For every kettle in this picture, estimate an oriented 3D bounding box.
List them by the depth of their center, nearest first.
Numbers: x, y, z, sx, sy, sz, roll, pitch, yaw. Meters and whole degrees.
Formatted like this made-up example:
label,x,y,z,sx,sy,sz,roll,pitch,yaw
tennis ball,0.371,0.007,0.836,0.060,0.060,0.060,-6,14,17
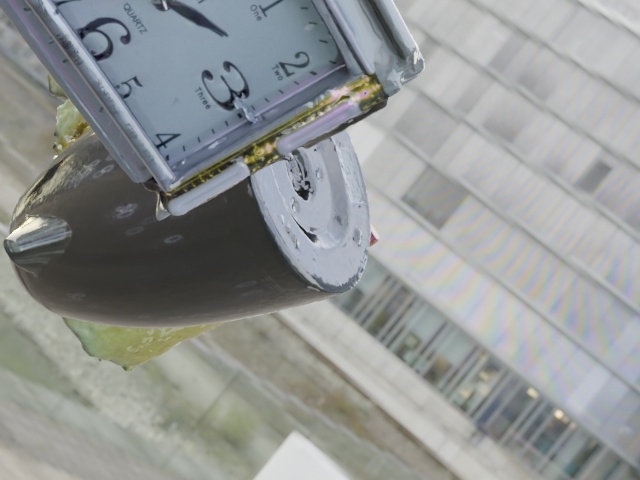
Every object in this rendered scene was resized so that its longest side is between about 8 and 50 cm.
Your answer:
label,x,y,z,sx,sy,sz,roll,pitch,yaw
kettle,-0.116,-0.018,1.194,0.268,0.290,0.207,-2,75,-64

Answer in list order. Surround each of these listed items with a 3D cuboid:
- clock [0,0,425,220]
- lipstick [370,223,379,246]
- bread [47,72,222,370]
label,x,y,z,sx,sy,sz,roll,pitch,yaw
clock,-0.075,-0.147,0.761,0.253,0.186,0.083,58,6,-36
lipstick,0.001,0.000,1.508,0.057,0.063,0.186,-9,3,-42
bread,-0.158,-0.056,1.687,0.239,0.264,0.395,34,50,-66
